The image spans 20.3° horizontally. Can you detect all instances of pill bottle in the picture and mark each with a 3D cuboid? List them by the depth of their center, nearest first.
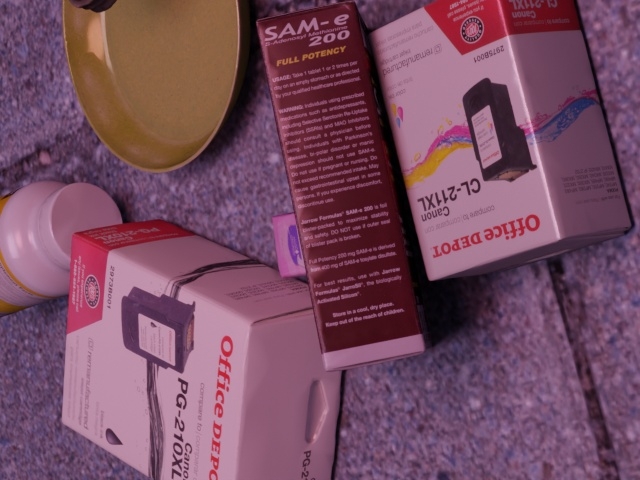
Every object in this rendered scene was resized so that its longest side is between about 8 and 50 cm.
[{"bbox_3d":[-0.254,0.005,1.576,0.184,0.103,0.103,-18,83,48],"label":"pill bottle"}]

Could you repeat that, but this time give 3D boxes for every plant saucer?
[{"bbox_3d":[-0.128,-0.176,1.451,0.241,0.037,0.241,12,106,47],"label":"plant saucer"}]

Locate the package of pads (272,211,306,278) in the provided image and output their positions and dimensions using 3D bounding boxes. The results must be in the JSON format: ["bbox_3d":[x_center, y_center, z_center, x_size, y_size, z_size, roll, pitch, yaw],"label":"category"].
[{"bbox_3d":[0.000,0.000,1.340,0.083,0.032,0.050,-9,93,49],"label":"package of pads"}]

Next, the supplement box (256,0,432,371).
[{"bbox_3d":[0.019,-0.034,1.233,0.073,0.130,0.239,-12,87,5],"label":"supplement box"}]

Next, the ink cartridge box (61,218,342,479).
[{"bbox_3d":[-0.098,0.100,1.417,0.237,0.100,0.172,23,114,45],"label":"ink cartridge box"}]

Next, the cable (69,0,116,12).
[{"bbox_3d":[-0.140,-0.319,1.371,0.287,0.072,0.139,-52,54,18],"label":"cable"}]

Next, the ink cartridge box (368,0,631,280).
[{"bbox_3d":[0.115,-0.072,1.163,0.127,0.072,0.175,-20,81,48],"label":"ink cartridge box"}]
